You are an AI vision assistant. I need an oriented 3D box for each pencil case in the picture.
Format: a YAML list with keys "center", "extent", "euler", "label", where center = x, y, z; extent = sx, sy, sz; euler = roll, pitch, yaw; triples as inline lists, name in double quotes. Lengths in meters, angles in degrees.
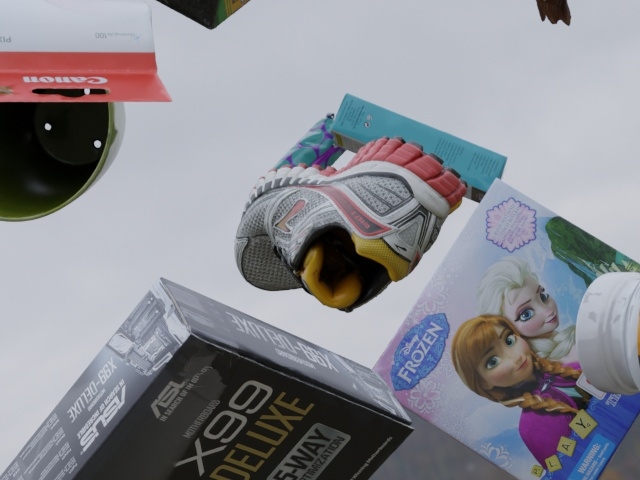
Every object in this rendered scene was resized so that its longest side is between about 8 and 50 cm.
- center: [-0.017, -0.113, 2.535]
  extent: [0.070, 0.064, 0.152]
  euler: [1, 42, 53]
  label: "pencil case"

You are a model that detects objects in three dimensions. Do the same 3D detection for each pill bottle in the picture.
- center: [0.414, 0.100, 1.803]
  extent: [0.278, 0.162, 0.162]
  euler: [0, 3, 42]
  label: "pill bottle"

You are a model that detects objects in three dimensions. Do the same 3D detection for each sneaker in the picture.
- center: [0.000, 0.000, 1.160]
  extent: [0.225, 0.088, 0.093]
  euler: [-23, 33, 59]
  label: "sneaker"

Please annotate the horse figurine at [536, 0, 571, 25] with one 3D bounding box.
- center: [0.080, -0.227, 1.344]
  extent: [0.263, 0.066, 0.174]
  euler: [10, -4, -6]
  label: "horse figurine"

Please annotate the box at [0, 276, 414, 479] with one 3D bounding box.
- center: [-0.114, 0.196, 1.370]
  extent: [0.242, 0.076, 0.307]
  euler: [27, -70, -40]
  label: "box"

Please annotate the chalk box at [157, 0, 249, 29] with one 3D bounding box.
- center: [-0.156, -0.488, 2.511]
  extent: [0.179, 0.180, 0.289]
  euler: [-47, -18, -48]
  label: "chalk box"

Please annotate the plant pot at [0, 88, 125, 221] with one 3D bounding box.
- center: [-0.382, -0.170, 2.427]
  extent: [0.274, 0.275, 0.293]
  euler: [-21, 0, 10]
  label: "plant pot"

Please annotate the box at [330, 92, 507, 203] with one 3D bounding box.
- center: [0.138, -0.126, 2.452]
  extent: [0.244, 0.060, 0.100]
  euler: [22, -7, 7]
  label: "box"

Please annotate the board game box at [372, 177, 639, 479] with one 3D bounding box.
- center: [0.274, 0.135, 2.235]
  extent: [0.319, 0.318, 0.066]
  euler: [-57, -14, -6]
  label: "board game box"

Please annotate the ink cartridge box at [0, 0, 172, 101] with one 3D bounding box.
- center: [-0.251, -0.195, 1.678]
  extent: [0.189, 0.066, 0.232]
  euler: [-2, 21, -17]
  label: "ink cartridge box"
